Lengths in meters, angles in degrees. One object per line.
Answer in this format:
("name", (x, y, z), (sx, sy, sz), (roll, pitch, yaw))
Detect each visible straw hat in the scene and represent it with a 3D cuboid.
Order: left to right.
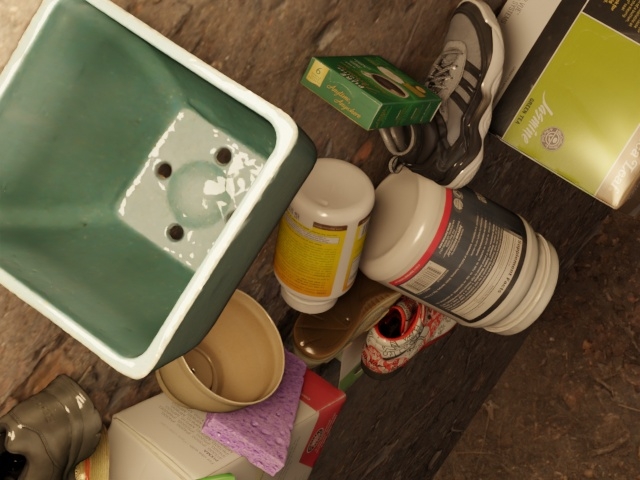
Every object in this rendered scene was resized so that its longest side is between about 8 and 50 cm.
("straw hat", (-0.303, 0.297, 1.560), (0.061, 0.144, 0.144), (6, 128, -18))

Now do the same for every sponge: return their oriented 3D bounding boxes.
("sponge", (-0.086, 0.209, 1.711), (0.031, 0.117, 0.210), (-48, -164, 31))

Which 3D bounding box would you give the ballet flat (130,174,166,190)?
("ballet flat", (-0.209, 0.008, 1.347), (0.206, 0.073, 0.067), (-61, -173, 22))

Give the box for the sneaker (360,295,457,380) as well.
("sneaker", (0.175, 0.116, 2.154), (0.270, 0.090, 0.145), (-41, 158, -27))

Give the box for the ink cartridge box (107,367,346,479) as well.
("ink cartridge box", (-0.165, 0.338, 1.795), (0.385, 0.160, 0.279), (-19, 139, -58))

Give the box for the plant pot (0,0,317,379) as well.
("plant pot", (-0.148, -0.047, 1.142), (0.247, 0.248, 0.252), (-57, 167, 6))

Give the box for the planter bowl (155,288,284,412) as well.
("planter bowl", (-0.142, 0.150, 1.597), (0.109, 0.162, 0.162), (-36, 176, 41))

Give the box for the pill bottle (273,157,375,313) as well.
("pill bottle", (0.000, 0.000, 1.701), (0.117, 0.117, 0.215), (-39, 154, -37))

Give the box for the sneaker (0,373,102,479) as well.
("sneaker", (-0.337, 0.281, 1.440), (0.130, 0.109, 0.286), (-23, 135, -43))

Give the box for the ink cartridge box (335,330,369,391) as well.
("ink cartridge box", (0.071, 0.147, 2.179), (0.171, 0.056, 0.235), (-42, 158, -31))

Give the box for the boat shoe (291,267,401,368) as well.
("boat shoe", (0.061, 0.088, 2.007), (0.302, 0.109, 0.098), (-45, 170, -26))

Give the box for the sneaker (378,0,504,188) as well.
("sneaker", (0.161, -0.210, 1.749), (0.153, 0.101, 0.268), (6, 95, -37))

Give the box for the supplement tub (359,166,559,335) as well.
("supplement tub", (0.206, 0.017, 1.918), (0.272, 0.191, 0.191), (27, 100, -27))

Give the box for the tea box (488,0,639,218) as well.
("tea box", (0.431, -0.256, 1.968), (0.329, 0.324, 0.220), (-58, 160, 9))

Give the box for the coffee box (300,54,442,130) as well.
("coffee box", (0.065, -0.186, 1.571), (0.184, 0.113, 0.040), (-17, 141, -61))

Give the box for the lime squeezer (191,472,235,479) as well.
("lime squeezer", (-0.223, 0.339, 1.474), (0.310, 0.059, 0.110), (-35, 124, -27))
